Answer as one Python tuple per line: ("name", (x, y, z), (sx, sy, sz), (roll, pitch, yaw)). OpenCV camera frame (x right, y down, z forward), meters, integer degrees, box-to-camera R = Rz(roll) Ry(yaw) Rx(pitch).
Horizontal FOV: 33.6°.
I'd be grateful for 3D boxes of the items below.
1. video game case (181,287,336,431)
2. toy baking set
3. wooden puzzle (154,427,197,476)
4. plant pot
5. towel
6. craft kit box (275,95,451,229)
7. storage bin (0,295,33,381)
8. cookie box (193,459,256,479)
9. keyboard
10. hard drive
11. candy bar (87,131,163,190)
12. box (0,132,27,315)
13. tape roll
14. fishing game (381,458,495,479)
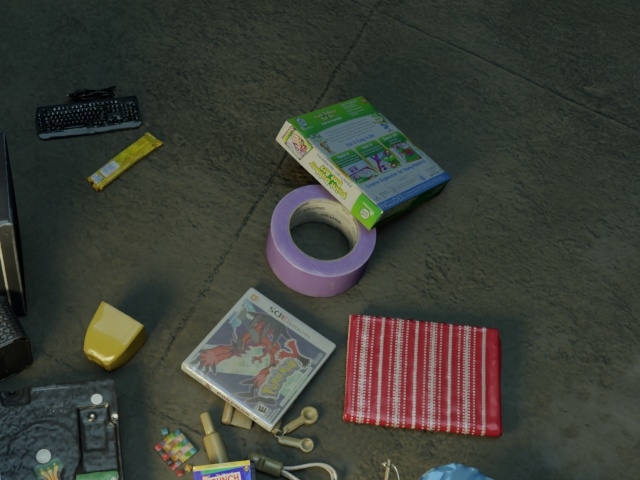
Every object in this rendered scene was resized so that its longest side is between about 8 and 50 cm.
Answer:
("video game case", (-0.100, 0.194, 1.769), (0.183, 0.023, 0.201), (33, 53, 10))
("toy baking set", (-0.080, 0.346, 1.692), (0.196, 0.030, 0.256), (-9, 62, -15))
("wooden puzzle", (-0.230, 0.333, 1.686), (0.049, 0.006, 0.083), (-36, 72, -26))
("plant pot", (-0.341, 0.163, 1.726), (0.081, 0.081, 0.083), (30, 69, 7))
("towel", (0.178, 0.230, 1.810), (0.274, 0.031, 0.199), (7, 61, -5))
("craft kit box", (0.082, -0.149, 1.947), (0.247, 0.061, 0.250), (47, 38, 14))
("storage bin", (-0.551, 0.178, 1.650), (0.180, 0.122, 0.084), (-25, 67, -23))
("cookie box", (-0.143, 0.394, 1.619), (0.091, 0.040, 0.107), (-8, 76, 3))
("keyboard", (-0.434, -0.246, 1.973), (0.192, 0.038, 0.100), (-10, 62, -17))
("hard drive", (-0.411, 0.382, 1.590), (0.236, 0.064, 0.339), (-5, 60, -13))
("candy bar", (-0.358, -0.146, 1.938), (0.040, 0.018, 0.161), (38, 61, 16))
("box", (-0.619, -0.008, 1.647), (0.294, 0.296, 0.183), (-4, 60, -14))
("tape roll", (0.000, 0.000, 1.883), (0.188, 0.080, 0.189), (5, 58, -7))
("fishing game", (0.211, 0.440, 1.632), (0.264, 0.041, 0.189), (10, 67, -10))
